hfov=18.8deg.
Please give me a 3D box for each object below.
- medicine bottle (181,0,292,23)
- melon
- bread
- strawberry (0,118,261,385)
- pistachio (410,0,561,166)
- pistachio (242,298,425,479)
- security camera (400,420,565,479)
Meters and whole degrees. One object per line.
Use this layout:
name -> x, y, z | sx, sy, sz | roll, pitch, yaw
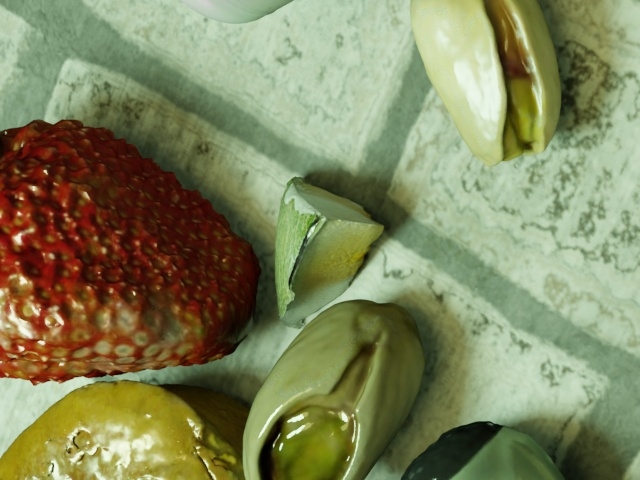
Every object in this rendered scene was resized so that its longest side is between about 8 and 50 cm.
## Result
medicine bottle -> -0.014, -0.375, 1.777 | 0.325, 0.256, 0.256 | -29, 82, 24
melon -> -0.004, -0.003, 1.947 | 0.202, 0.093, 0.139 | 111, 149, -52
bread -> -0.180, 0.319, 2.030 | 0.358, 0.204, 0.337 | -40, 74, 27
strawberry -> -0.237, 0.039, 1.974 | 0.351, 0.312, 0.267 | 21, 124, 13
pistachio -> 0.155, -0.170, 1.794 | 0.200, 0.117, 0.145 | 67, 161, -3
pistachio -> 0.012, 0.162, 1.891 | 0.138, 0.153, 0.238 | 30, 77, 9
security camera -> 0.120, 0.296, 1.848 | 0.277, 0.197, 0.191 | -41, 83, 24
